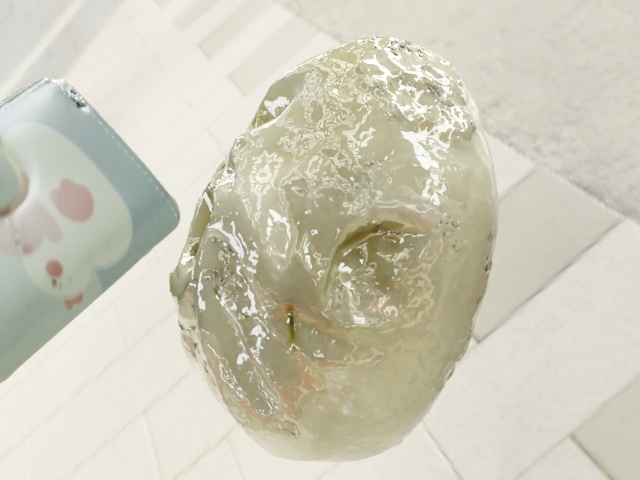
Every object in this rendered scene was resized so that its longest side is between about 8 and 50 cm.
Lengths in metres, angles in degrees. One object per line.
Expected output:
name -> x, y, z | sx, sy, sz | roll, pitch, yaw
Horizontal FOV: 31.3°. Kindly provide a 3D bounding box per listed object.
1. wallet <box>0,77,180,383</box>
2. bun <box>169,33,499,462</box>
wallet -> -0.339, -0.014, 1.210 | 0.083, 0.252, 0.360 | -34, 9, 49
bun -> 0.000, 0.000, 0.975 | 0.326, 0.235, 0.362 | -165, 89, -75
